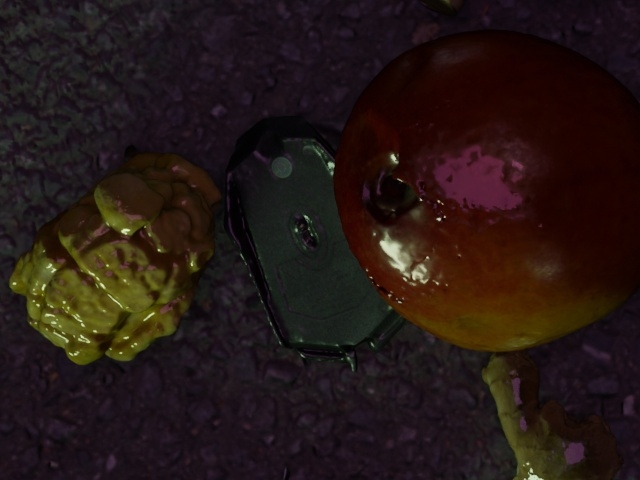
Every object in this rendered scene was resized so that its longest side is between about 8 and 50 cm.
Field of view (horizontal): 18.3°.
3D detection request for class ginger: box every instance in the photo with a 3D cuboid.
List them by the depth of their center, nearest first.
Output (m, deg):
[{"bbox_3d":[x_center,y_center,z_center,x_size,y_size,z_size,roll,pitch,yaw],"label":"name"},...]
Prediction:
[{"bbox_3d":[0.201,0.163,1.697,0.096,0.067,0.165,-21,89,24],"label":"ginger"}]

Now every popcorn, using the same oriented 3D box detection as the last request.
[{"bbox_3d":[-0.162,0.014,1.670,0.194,0.163,0.140,-44,104,-10],"label":"popcorn"}]

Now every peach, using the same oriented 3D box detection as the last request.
[{"bbox_3d":[0.141,-0.035,1.604,0.281,0.238,0.281,-15,119,-29],"label":"peach"}]

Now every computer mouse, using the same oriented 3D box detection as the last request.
[{"bbox_3d":[-0.002,0.000,1.708,0.126,0.071,0.231,-22,97,15],"label":"computer mouse"}]

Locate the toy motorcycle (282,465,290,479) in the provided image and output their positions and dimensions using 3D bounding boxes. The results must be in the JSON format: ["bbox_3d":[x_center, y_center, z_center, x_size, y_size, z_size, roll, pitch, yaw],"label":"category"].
[{"bbox_3d":[-0.015,0.282,1.712,0.100,0.058,0.173,24,93,8],"label":"toy motorcycle"}]

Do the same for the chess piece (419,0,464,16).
[{"bbox_3d":[0.122,-0.259,1.709,0.066,0.066,0.122,32,84,2],"label":"chess piece"}]
